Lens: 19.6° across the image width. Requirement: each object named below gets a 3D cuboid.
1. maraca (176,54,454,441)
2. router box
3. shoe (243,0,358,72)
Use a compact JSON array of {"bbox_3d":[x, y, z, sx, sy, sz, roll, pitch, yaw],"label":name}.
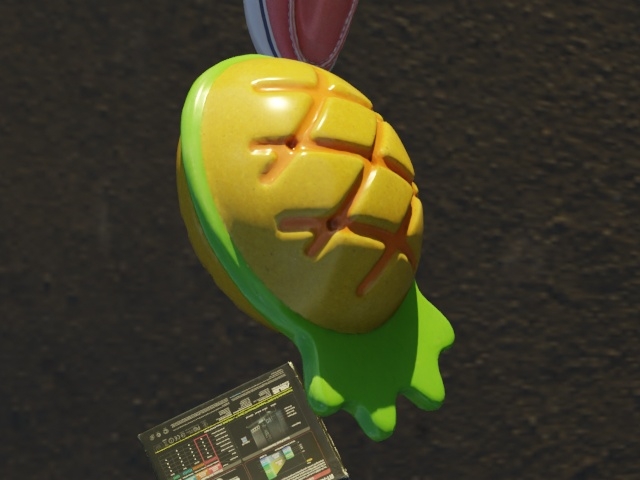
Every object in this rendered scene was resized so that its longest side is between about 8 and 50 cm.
[{"bbox_3d":[0.000,0.000,0.839,0.099,0.127,0.185,-29,87,44],"label":"maraca"},{"bbox_3d":[-0.052,0.153,1.283,0.122,0.038,0.092,-25,73,-3],"label":"router box"},{"bbox_3d":[0.010,-0.166,0.960,0.081,0.063,0.178,15,103,52],"label":"shoe"}]
